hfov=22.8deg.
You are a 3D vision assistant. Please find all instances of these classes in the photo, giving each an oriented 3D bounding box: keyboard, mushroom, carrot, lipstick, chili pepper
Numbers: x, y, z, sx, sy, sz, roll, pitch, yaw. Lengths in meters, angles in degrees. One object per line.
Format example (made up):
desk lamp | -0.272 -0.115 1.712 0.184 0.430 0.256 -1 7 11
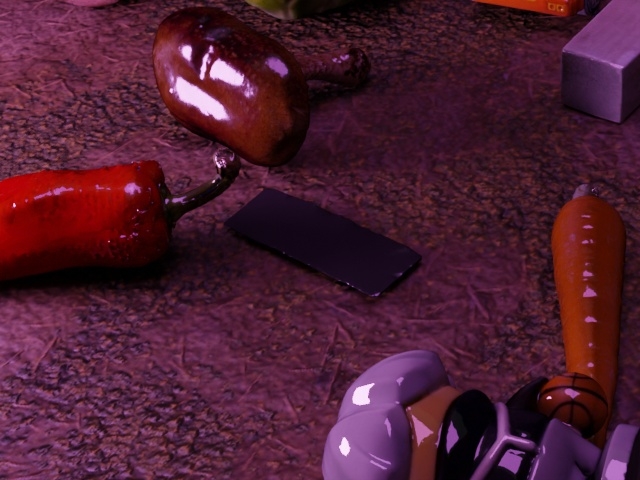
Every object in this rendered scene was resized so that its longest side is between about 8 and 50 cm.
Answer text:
keyboard | 0.000 0.001 1.529 0.196 0.015 0.074 24 53 34
mushroom | -0.047 -0.176 1.687 0.227 0.148 0.217 37 38 30
carrot | 0.237 0.064 1.376 0.069 0.069 0.336 -2 43 8
lipstick | 0.388 -0.260 1.726 0.079 0.076 0.371 24 49 31
chili pepper | -0.257 -0.014 1.527 0.387 0.110 0.110 -9 39 7

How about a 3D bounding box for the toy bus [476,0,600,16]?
toy bus | 0.295 -0.393 1.843 0.143 0.153 0.329 15 45 28

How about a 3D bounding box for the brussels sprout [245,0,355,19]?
brussels sprout | -0.011 -0.363 1.814 0.244 0.244 0.244 -5 40 4

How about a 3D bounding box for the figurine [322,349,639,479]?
figurine | 0.122 0.165 1.216 0.236 0.133 0.176 9 46 17

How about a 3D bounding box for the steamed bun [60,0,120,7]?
steamed bun | -0.284 -0.364 1.946 0.175 0.106 0.145 11 43 26
